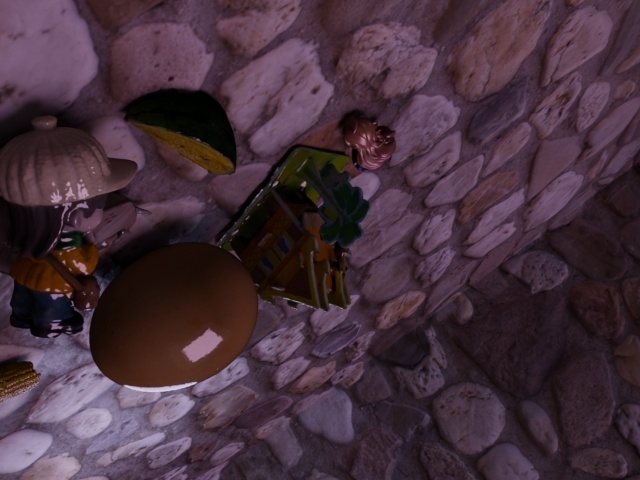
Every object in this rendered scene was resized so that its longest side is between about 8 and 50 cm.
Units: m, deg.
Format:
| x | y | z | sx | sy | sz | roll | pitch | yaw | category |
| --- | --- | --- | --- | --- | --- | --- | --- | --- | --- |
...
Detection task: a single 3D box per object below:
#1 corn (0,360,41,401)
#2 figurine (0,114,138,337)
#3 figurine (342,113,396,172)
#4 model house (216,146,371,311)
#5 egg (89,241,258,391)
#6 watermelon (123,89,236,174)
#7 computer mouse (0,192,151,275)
| x | y | z | sx | sy | sz | roll | pitch | yaw | category |
| --- | --- | --- | --- | --- | --- | --- | --- | --- | --- |
| -0.718 | 0.321 | 1.737 | 0.238 | 0.080 | 0.080 | -23 | 153 | -37 | corn |
| -0.424 | -0.019 | 1.262 | 0.204 | 0.185 | 0.332 | 22 | 84 | -58 | figurine |
| 0.113 | -0.227 | 1.858 | 0.126 | 0.114 | 0.157 | -52 | 157 | -11 | figurine |
| 0.000 | 0.000 | 1.876 | 0.357 | 0.312 | 0.243 | -49 | 157 | 22 | model house |
| -0.313 | 0.166 | 1.743 | 0.374 | 0.301 | 0.301 | -27 | 156 | -2 | egg |
| -0.229 | -0.188 | 1.476 | 0.129 | 0.123 | 0.301 | -21 | 159 | 18 | watermelon |
| -0.454 | -0.007 | 1.461 | 0.389 | 0.115 | 0.199 | -7 | 146 | -49 | computer mouse |
